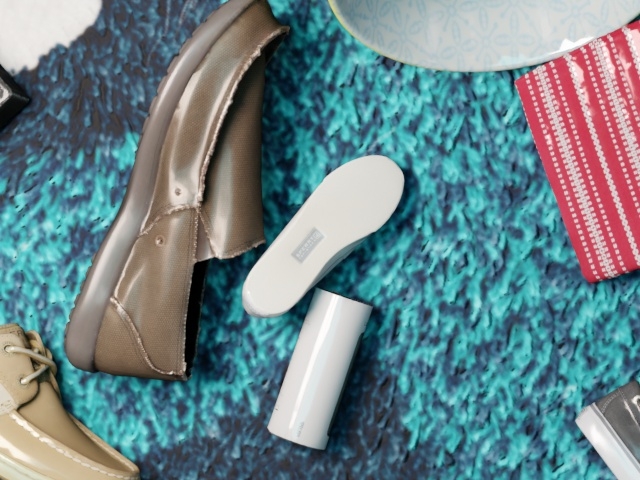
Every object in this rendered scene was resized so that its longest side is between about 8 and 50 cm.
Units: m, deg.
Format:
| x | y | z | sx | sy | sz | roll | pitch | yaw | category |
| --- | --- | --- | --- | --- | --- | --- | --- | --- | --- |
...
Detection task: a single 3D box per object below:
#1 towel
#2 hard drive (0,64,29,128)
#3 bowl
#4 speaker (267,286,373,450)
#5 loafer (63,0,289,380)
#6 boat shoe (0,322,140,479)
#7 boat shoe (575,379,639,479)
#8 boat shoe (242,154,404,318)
| x | y | z | sx | sy | sz | roll | pitch | yaw | category |
| --- | --- | --- | --- | --- | --- | --- | --- | --- | --- |
| 0.308 | -0.095 | 1.642 | 0.275 | 0.031 | 0.199 | -23 | 83 | 35 | towel |
| -0.463 | -0.171 | 1.812 | 0.237 | 0.064 | 0.339 | -45 | 82 | 4 | hard drive |
| 0.141 | -0.284 | 1.633 | 0.289 | 0.289 | 0.156 | -10 | 61 | 9 | bowl |
| 0.000 | 0.111 | 1.722 | 0.055 | 0.055 | 0.136 | 18 | 89 | 10 | speaker |
| -0.099 | -0.038 | 1.720 | 0.130 | 0.134 | 0.366 | 24 | 101 | 6 | loafer |
| -0.292 | 0.125 | 1.737 | 0.341 | 0.121 | 0.110 | 31 | 93 | 11 | boat shoe |
| 0.313 | 0.215 | 1.657 | 0.076 | 0.080 | 0.228 | -40 | 74 | 7 | boat shoe |
| 0.000 | 0.000 | 1.720 | 0.066 | 0.063 | 0.184 | 39 | 73 | -5 | boat shoe |
